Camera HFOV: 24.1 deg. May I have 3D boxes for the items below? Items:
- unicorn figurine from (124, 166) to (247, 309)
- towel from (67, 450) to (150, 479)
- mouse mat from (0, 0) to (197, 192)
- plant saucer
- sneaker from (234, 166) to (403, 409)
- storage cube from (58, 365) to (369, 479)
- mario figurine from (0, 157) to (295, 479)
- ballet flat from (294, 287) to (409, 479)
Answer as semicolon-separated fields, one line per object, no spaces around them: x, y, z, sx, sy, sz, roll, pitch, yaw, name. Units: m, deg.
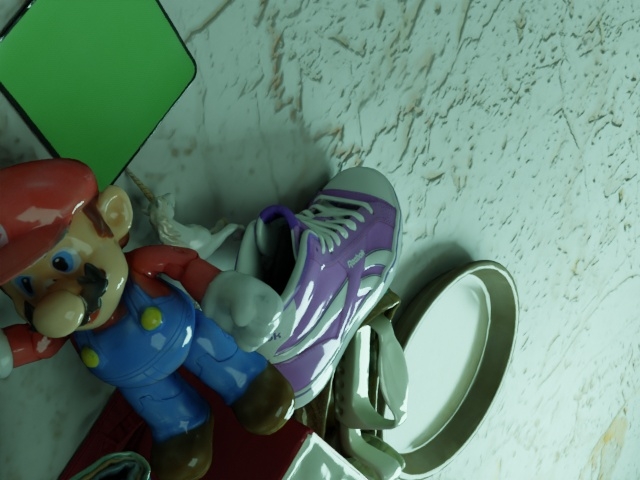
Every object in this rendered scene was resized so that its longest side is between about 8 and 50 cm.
-0.115;0.013;1.289;0.111;0.060;0.162;-20;122;-54;unicorn figurine
-0.276;0.319;1.122;0.271;0.040;0.370;-29;157;-45;towel
-0.172;-0.136;1.167;0.152;0.007;0.189;-55;144;-18;mouse mat
0.142;0.148;1.756;0.278;0.041;0.278;-33;134;-42;plant saucer
0.001;0.000;1.356;0.161;0.102;0.282;76;27;-44;sneaker
-0.093;0.236;1.336;0.183;0.193;0.215;-58;147;-13;storage cube
-0.157;0.074;1.120;0.320;0.170;0.198;47;69;-35;mario figurine
0.033;0.179;1.541;0.116;0.124;0.342;-24;128;-46;ballet flat
